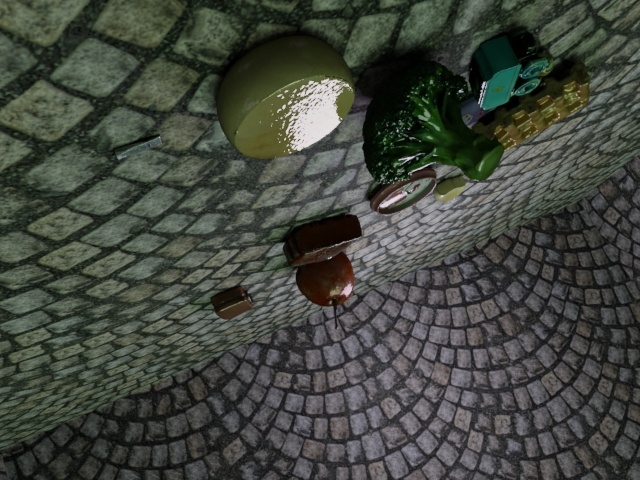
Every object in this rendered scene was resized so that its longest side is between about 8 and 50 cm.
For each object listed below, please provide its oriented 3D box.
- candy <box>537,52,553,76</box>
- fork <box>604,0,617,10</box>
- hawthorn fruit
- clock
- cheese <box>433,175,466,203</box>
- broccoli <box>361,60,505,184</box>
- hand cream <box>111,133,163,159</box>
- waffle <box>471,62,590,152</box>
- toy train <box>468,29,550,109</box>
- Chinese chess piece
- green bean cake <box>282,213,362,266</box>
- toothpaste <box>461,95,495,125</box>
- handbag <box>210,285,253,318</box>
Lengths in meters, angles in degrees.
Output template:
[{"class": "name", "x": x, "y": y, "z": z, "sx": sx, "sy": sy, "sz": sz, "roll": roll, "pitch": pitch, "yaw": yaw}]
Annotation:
[{"class": "candy", "x": 0.540, "y": -0.423, "z": 1.344, "sx": 0.061, "sy": 0.061, "sz": 0.202, "roll": -21, "pitch": 171, "yaw": -13}, {"class": "fork", "x": 0.729, "y": -0.601, "z": 1.118, "sx": 0.039, "sy": 0.021, "sz": 0.235, "roll": -1, "pitch": 152, "yaw": -45}, {"class": "hawthorn fruit", "x": 0.036, "y": 0.146, "z": 2.008, "sx": 0.231, "sy": 0.263, "sz": 0.235, "roll": -38, "pitch": 151, "yaw": -54}, {"class": "clock", "x": 0.276, "y": -0.165, "z": 1.701, "sx": 0.244, "sy": 0.056, "sz": 0.244, "roll": -22, "pitch": 160, "yaw": -8}, {"class": "cheese", "x": 0.504, "y": -0.184, "z": 1.977, "sx": 0.127, "sy": 0.050, "sz": 0.255, "roll": -30, "pitch": 164, "yaw": 10}, {"class": "broccoli", "x": 0.222, "y": -0.228, "z": 1.069, "sx": 0.297, "sy": 0.297, "sz": 0.297, "roll": -39, "pitch": 148, "yaw": -30}, {"class": "hand cream", "x": -0.329, "y": -0.166, "z": 0.918, "sx": 0.093, "sy": 0.019, "sz": 0.030, "roll": -22, "pitch": 164, "yaw": -17}, {"class": "waffle", "x": 0.640, "y": -0.379, "z": 1.531, "sx": 0.348, "sy": 0.077, "sz": 0.304, "roll": -31, "pitch": 166, "yaw": 25}, {"class": "toy train", "x": 0.425, "y": -0.391, "z": 1.172, "sx": 0.154, "sy": 0.107, "sz": 0.198, "roll": -19, "pitch": 164, "yaw": 5}, {"class": "Chinese chess piece", "x": -0.062, "y": -0.250, "z": 0.912, "sx": 0.251, "sy": 0.097, "sz": 0.251, "roll": -23, "pitch": 164, "yaw": -7}, {"class": "green bean cake", "x": 0.000, "y": 0.000, "z": 1.728, "sx": 0.232, "sy": 0.097, "sz": 0.198, "roll": -10, "pitch": 159, "yaw": -40}, {"class": "toothpaste", "x": 0.330, "y": -0.310, "z": 1.354, "sx": 0.371, "sy": 0.080, "sz": 0.125, "roll": -30, "pitch": 160, "yaw": -10}, {"class": "handbag", "x": -0.345, "y": 0.249, "z": 2.023, "sx": 0.151, "sy": 0.072, "sz": 0.193, "roll": -24, "pitch": 161, "yaw": -7}]
